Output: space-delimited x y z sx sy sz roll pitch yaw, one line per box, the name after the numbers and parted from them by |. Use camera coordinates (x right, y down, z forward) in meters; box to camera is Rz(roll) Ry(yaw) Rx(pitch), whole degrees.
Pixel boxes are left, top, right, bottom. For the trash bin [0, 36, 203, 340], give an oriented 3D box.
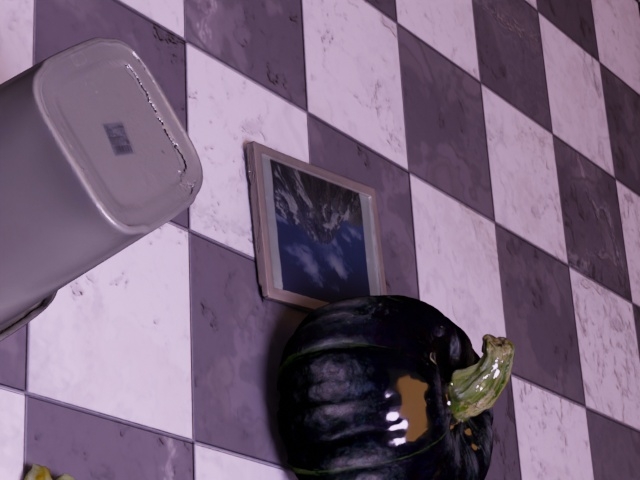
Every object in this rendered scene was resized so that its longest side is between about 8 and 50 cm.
-0.261 -0.046 1.407 0.219 0.250 0.220 60 33 -8 | trash bin

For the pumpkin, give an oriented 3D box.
0.107 0.200 1.827 0.296 0.296 0.296 32 49 -46 | pumpkin

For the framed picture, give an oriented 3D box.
0.000 0.000 2.001 0.281 0.019 0.209 16 62 -54 | framed picture

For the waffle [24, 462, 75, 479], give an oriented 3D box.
-0.222 0.338 1.454 0.204 0.054 0.223 49 39 -33 | waffle
